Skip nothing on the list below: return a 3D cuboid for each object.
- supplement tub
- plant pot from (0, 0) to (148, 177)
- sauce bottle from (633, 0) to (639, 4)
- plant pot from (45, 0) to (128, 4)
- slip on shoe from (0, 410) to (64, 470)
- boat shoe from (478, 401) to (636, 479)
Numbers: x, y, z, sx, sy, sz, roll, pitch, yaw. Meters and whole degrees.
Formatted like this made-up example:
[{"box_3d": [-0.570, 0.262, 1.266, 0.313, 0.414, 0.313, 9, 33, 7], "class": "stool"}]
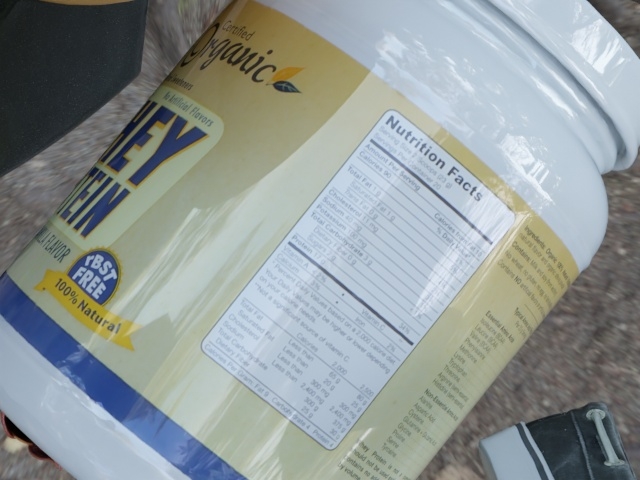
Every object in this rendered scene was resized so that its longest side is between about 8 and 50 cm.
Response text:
[{"box_3d": [0.000, 0.000, 0.836, 0.228, 0.228, 0.316, 39, 86, -6], "class": "supplement tub"}, {"box_3d": [-0.214, -0.165, 1.083, 0.167, 0.188, 0.187, -21, 57, -27], "class": "plant pot"}, {"box_3d": [0.216, -0.149, 0.827, 0.344, 0.111, 0.111, 30, 92, 12], "class": "sauce bottle"}, {"box_3d": [-0.078, -0.195, 0.721, 0.205, 0.188, 0.205, -1, 87, 16], "class": "plant pot"}, {"box_3d": [-0.300, 0.166, 1.774, 0.101, 0.331, 0.123, -7, 107, -31], "class": "slip on shoe"}, {"box_3d": [0.125, 0.137, 0.647, 0.070, 0.219, 0.078, -23, 126, 0], "class": "boat shoe"}]
